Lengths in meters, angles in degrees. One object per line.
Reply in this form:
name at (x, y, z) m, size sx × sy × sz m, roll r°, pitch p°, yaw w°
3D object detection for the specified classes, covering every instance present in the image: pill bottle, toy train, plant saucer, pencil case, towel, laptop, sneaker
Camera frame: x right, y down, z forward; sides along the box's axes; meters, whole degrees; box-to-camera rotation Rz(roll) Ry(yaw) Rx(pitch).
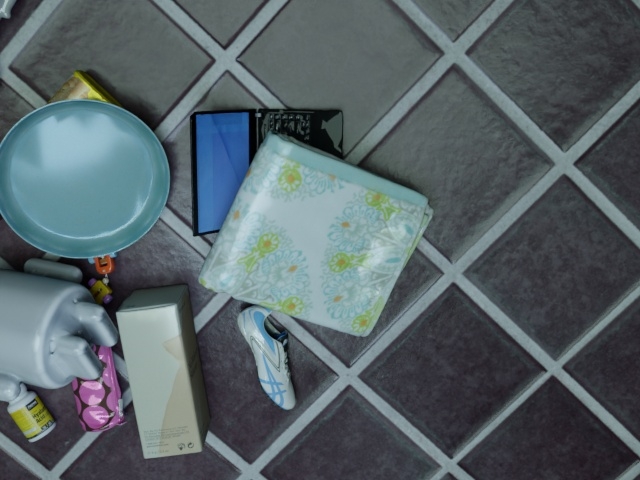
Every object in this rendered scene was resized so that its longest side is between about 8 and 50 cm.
pill bottle at (-0.610, 0.356, 1.590) m, size 0.065 × 0.065 × 0.116 m, roll -29°, pitch 102°, yaw 7°
toy train at (-0.471, 0.078, 1.538) m, size 0.166 × 0.046 × 0.125 m, roll -20°, pitch 83°, yaw 12°
plant saucer at (-0.445, -0.117, 1.433) m, size 0.317 × 0.044 × 0.318 m, roll -9°, pitch 119°, yaw -16°
pencil case at (-0.457, 0.282, 1.561) m, size 0.098 × 0.095 × 0.210 m, roll 0°, pitch 106°, yaw 32°
towel at (0.000, 0.000, 1.445) m, size 0.374 × 0.090 × 0.321 m, roll 21°, pitch 103°, yaw -23°
laptop at (-0.097, -0.127, 1.437) m, size 0.264 × 0.136 × 0.235 m, roll 3°, pitch 104°, yaw 8°
sneaker at (-0.094, 0.240, 1.553) m, size 0.086 × 0.085 × 0.237 m, roll -19°, pitch 104°, yaw 9°

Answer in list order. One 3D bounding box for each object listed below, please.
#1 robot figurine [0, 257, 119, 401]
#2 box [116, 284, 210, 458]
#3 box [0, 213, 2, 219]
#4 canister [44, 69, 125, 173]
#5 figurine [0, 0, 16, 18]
robot figurine at (-0.564, 0.161, 1.428) m, size 0.353 × 0.300 × 0.200 m, roll 10°, pitch 141°, yaw 15°
box at (-0.310, 0.259, 1.528) m, size 0.121 × 0.148 × 0.311 m, roll -7°, pitch 104°, yaw 1°
box at (-0.749, -0.083, 1.432) m, size 0.203 × 0.168 × 0.167 m, roll -11°, pitch 102°, yaw 3°
canister at (-0.471, -0.223, 1.450) m, size 0.126 × 0.073 × 0.170 m, roll 43°, pitch 98°, yaw -10°
figurine at (-0.684, -0.403, 1.408) m, size 0.214 × 0.092 × 0.210 m, roll 16°, pitch 111°, yaw -5°
